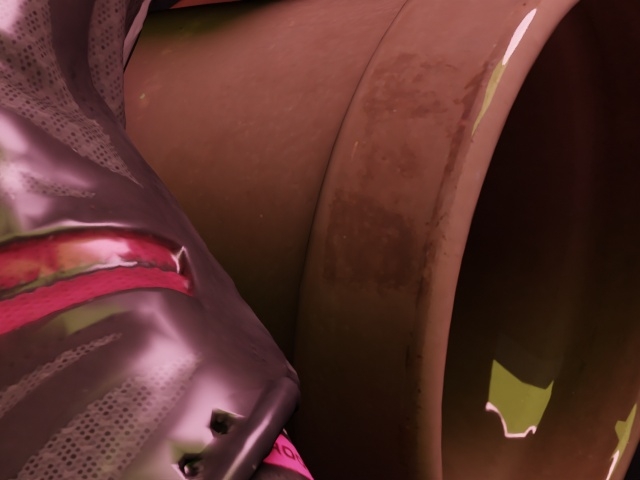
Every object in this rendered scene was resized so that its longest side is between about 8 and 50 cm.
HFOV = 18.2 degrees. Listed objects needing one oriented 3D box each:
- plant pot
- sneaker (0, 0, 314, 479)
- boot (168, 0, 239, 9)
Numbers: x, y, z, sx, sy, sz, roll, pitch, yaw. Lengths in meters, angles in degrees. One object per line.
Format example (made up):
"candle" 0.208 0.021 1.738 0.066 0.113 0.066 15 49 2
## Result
"plant pot" 0.000 0.000 0.801 0.229 0.263 0.263 12 29 26
"sneaker" -0.089 0.062 0.619 0.202 0.185 0.483 4 58 0
"boot" -0.043 -0.116 0.898 0.264 0.096 0.280 6 -6 35
